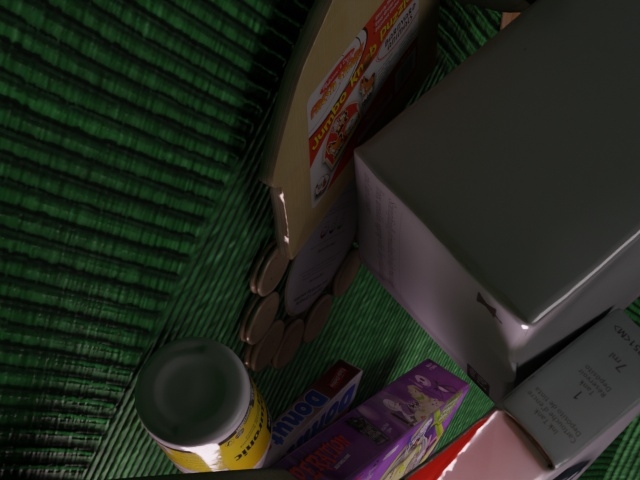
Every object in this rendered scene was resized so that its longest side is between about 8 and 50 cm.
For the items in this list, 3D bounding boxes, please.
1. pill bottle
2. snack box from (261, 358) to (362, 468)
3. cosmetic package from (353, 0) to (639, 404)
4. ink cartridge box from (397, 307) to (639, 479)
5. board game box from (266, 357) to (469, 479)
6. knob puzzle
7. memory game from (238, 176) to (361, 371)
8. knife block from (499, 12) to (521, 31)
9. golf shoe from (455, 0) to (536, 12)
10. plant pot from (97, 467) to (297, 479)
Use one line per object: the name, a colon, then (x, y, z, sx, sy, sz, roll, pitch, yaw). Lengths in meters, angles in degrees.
pill bottle: (-0.062, 0.102, 1.095, 0.065, 0.065, 0.116, -59, 162, -14)
snack box: (-0.028, 0.149, 1.323, 0.178, 0.022, 0.064, -40, 152, -51)
cosmetic package: (0.209, -0.086, 1.200, 0.385, 0.156, 0.217, -38, 164, -12)
ink cartridge box: (0.080, 0.182, 1.218, 0.239, 0.060, 0.275, -34, 165, -35)
board game box: (-0.005, 0.216, 1.400, 0.208, 0.056, 0.347, -59, 166, 19)
knob puzzle: (0.013, -0.106, 1.075, 0.213, 0.030, 0.213, -53, 159, -29)
memory game: (0.000, 0.000, 1.216, 0.186, 0.012, 0.186, -54, 160, -30)
knife block: (0.181, -0.195, 1.331, 0.276, 0.088, 0.242, -67, 161, 10)
golf shoe: (0.119, -0.217, 1.132, 0.069, 0.086, 0.176, -36, 146, -52)
plant pot: (-0.075, 0.213, 0.961, 0.284, 0.284, 0.191, 23, 62, -72)
